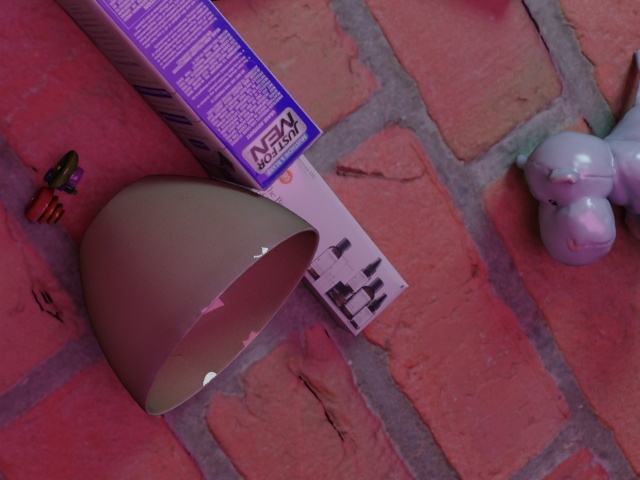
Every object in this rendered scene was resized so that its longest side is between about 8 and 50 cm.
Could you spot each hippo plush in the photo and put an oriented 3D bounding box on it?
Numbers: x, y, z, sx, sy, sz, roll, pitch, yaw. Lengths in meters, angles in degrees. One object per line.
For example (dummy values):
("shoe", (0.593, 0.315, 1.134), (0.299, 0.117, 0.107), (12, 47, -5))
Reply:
("hippo plush", (0.396, -0.079, 1.779), (0.237, 0.234, 0.294), (-13, 104, -20))

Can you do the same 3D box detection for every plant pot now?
("plant pot", (-0.165, 0.033, 1.587), (0.191, 0.284, 0.284), (42, 81, 13))

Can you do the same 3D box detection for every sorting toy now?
("sorting toy", (-0.301, -0.057, 1.606), (0.042, 0.061, 0.102), (35, 108, -23))

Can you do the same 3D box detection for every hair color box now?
("hair color box", (-0.166, -0.216, 1.564), (0.110, 0.185, 0.339), (-44, 111, -11))

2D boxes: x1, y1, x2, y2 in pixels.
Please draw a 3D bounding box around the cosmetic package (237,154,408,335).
("cosmetic package", (0.000, 0.000, 1.731), (0.099, 0.060, 0.239), (-44, 111, -10))
